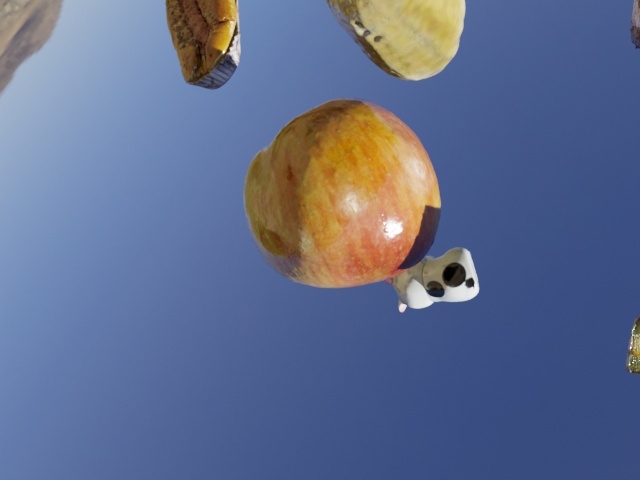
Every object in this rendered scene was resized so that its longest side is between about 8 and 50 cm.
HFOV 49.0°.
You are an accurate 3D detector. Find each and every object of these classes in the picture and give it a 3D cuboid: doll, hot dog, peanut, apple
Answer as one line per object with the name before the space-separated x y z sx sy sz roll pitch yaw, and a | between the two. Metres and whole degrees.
doll | 0.236 0.081 1.438 0.181 0.110 0.107 -12 -159 29
hot dog | -0.198 -0.375 1.187 0.144 0.075 0.268 -36 -126 26
peanut | 0.080 -0.252 0.729 0.129 0.224 0.129 -8 -107 27
apple | 0.031 -0.075 1.028 0.301 0.301 0.301 -33 -146 26

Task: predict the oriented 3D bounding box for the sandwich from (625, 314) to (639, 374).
sandwich | 0.449 0.125 0.899 0.113 0.163 0.079 7 -85 18

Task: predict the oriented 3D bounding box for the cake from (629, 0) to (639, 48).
cake | 0.500 -0.278 0.820 0.246 0.112 0.135 6 -158 20
